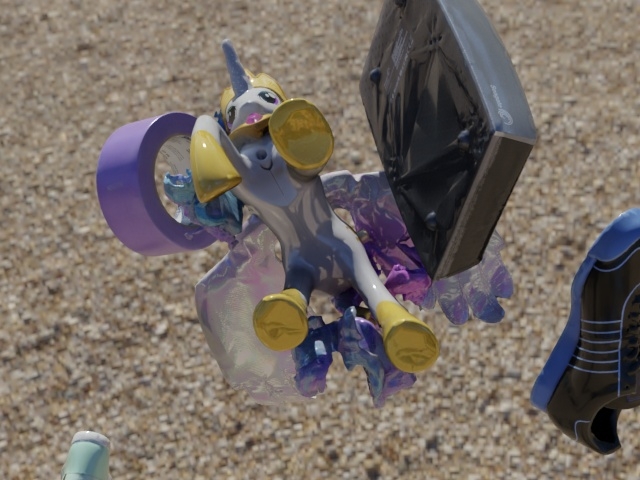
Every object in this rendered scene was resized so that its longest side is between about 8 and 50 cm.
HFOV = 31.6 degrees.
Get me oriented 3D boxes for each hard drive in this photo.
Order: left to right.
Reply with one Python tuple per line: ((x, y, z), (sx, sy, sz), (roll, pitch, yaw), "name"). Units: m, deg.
((0.098, -0.109, 0.923), (0.054, 0.172, 0.255), (1, 44, -18), "hard drive")

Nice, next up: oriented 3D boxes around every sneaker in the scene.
((-0.411, 0.445, 1.915), (0.094, 0.256, 0.151), (11, 52, -2), "sneaker")
((0.265, 0.085, 1.002), (0.081, 0.232, 0.090), (-17, 43, -38), "sneaker")

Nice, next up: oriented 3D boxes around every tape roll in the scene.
((-0.208, -0.075, 1.536), (0.080, 0.189, 0.189), (-9, 30, 37), "tape roll")

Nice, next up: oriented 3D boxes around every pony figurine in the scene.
((0.000, 0.000, 0.983), (0.302, 0.351, 0.363), (-28, 17, 3), "pony figurine")
